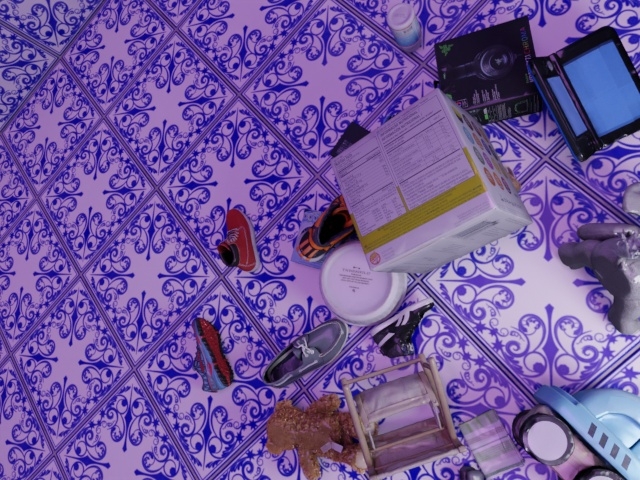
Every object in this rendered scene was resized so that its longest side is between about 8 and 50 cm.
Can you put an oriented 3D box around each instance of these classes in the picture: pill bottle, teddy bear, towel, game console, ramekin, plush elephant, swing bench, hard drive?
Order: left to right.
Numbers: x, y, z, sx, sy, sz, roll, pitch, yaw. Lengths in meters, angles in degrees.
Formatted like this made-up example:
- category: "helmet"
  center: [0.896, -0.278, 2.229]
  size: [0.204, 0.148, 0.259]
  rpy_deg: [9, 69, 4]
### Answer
- category: "teddy bear"
  center: [0.010, 0.578, 1.422]
  size: [0.338, 0.113, 0.244]
  rpy_deg: [-15, 81, 13]
- category: "hard drive"
  center: [0.104, -0.321, 1.596]
  size: [0.094, 0.022, 0.135]
  rpy_deg: [38, 96, 26]
- category: "ramekin"
  center: [0.118, 0.122, 1.419]
  size: [0.273, 0.127, 0.272]
  rpy_deg: [-2, 82, 14]
- category: "swing bench"
  center: [0.211, 0.464, 1.274]
  size: [0.254, 0.165, 0.254]
  rpy_deg: [-17, 81, -1]
- category: "pill bottle"
  center: [0.271, -0.669, 1.517]
  size: [0.087, 0.160, 0.087]
  rpy_deg: [-5, 77, 23]
- category: "towel"
  center: [0.451, 0.541, 1.268]
  size: [0.113, 0.023, 0.152]
  rpy_deg: [-32, 68, 14]
- category: "game console"
  center: [0.701, -0.382, 1.226]
  size: [0.173, 0.250, 0.293]
  rpy_deg: [-28, 89, 43]
- category: "plush elephant"
  center: [0.770, 0.017, 1.116]
  size: [0.256, 0.330, 0.271]
  rpy_deg: [-28, 61, -3]

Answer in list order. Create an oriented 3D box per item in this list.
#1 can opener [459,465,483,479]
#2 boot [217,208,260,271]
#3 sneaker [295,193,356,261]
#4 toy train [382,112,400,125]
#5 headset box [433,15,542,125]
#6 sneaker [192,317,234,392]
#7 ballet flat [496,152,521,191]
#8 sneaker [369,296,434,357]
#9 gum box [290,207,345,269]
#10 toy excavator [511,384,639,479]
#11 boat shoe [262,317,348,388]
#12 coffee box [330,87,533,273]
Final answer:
- category: "can opener"
  center: [0.422, 0.736, 1.228]
  size: [0.095, 0.076, 0.283]
  rpy_deg: [1, 77, -9]
- category: "boot"
  center: [-0.300, -0.016, 1.628]
  size: [0.088, 0.176, 0.244]
  rpy_deg: [-27, 68, 18]
- category: "sneaker"
  center: [0.074, -0.066, 1.408]
  size: [0.124, 0.180, 0.321]
  rpy_deg: [44, 57, -4]
- category: "toy train"
  center: [0.211, -0.310, 1.501]
  size: [0.080, 0.105, 0.184]
  rpy_deg: [33, 94, 22]
- category: "headset box"
  center: [0.479, -0.478, 1.404]
  size: [0.283, 0.131, 0.246]
  rpy_deg: [-9, 75, 22]
- category: "sneaker"
  center: [-0.401, 0.393, 1.629]
  size: [0.125, 0.104, 0.261]
  rpy_deg: [-31, 69, 17]
- category: "ballet flat"
  center: [0.505, -0.211, 1.384]
  size: [0.067, 0.073, 0.206]
  rpy_deg: [-24, 71, -11]
- category: "sneaker"
  center: [0.260, 0.264, 1.385]
  size: [0.217, 0.079, 0.121]
  rpy_deg: [-37, 70, 22]
- category: "gum box"
  center: [0.000, 0.000, 1.566]
  size: [0.157, 0.041, 0.184]
  rpy_deg: [15, 85, 25]
- category: "toy excavator"
  center: [0.736, 0.440, 1.077]
  size: [0.445, 0.222, 0.433]
  rpy_deg: [-45, 67, 0]
- category: "boat shoe"
  center: [-0.050, 0.354, 1.484]
  size: [0.319, 0.099, 0.116]
  rpy_deg: [-39, 67, 12]
- category: "coffee box"
  center: [0.292, -0.131, 1.269]
  size: [0.338, 0.338, 0.334]
  rpy_deg: [-31, 69, 30]
